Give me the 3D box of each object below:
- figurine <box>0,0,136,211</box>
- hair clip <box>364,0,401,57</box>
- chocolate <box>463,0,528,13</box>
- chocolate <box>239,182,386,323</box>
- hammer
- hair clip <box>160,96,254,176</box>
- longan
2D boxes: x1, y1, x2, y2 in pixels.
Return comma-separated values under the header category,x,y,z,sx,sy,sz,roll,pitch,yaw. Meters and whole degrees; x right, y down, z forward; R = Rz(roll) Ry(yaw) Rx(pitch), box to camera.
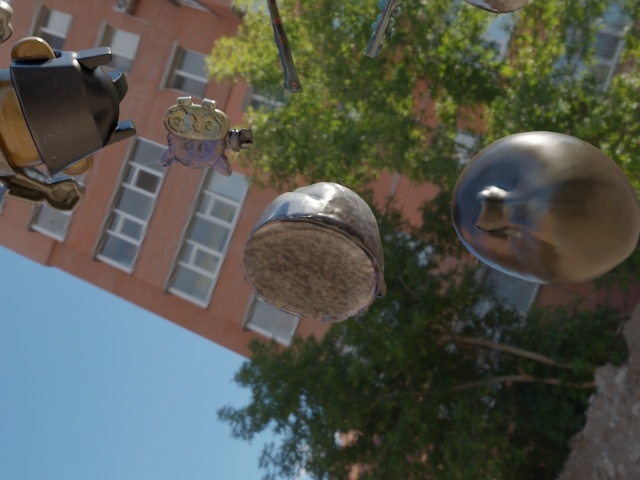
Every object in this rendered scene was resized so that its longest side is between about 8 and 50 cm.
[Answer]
category,x,y,z,sx,sy,sz,roll,pitch,yaw
figurine,-0.378,-0.148,0.919,0.309,0.143,0.308,-15,-32,-10
hair clip,0.114,-0.396,1.269,0.049,0.049,0.172,-40,-23,-50
chocolate,0.243,-0.444,1.042,0.100,0.185,0.303,-50,-11,-21
chocolate,0.000,0.000,1.542,0.212,0.304,0.303,-74,-13,-44
hammer,-0.090,-0.448,1.544,0.033,0.111,0.287,-144,40,-85
hair clip,-0.225,-0.204,1.441,0.056,0.187,0.146,-72,-13,-69
longan,0.351,-0.051,1.173,0.300,0.301,0.243,-6,-79,-65
